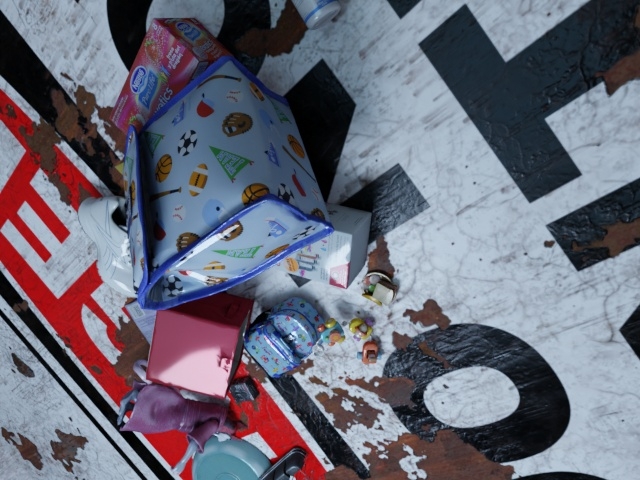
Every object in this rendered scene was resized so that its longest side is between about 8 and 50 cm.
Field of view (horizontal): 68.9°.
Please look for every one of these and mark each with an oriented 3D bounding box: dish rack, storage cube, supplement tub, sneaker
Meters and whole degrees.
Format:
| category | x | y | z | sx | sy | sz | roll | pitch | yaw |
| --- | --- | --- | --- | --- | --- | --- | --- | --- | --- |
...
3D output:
| category | x | y | z | sx | sy | sz | roll | pitch | yaw |
| --- | --- | --- | --- | --- | --- | --- | --- | --- | --- |
| dish rack | -0.042 | 0.766 | 1.367 | 0.271 | 0.074 | 0.208 | 43 | 107 | -5 |
| storage cube | -0.286 | 0.239 | 1.131 | 0.193 | 0.184 | 0.215 | 15 | 103 | -1 |
| supplement tub | -0.019 | -0.433 | 0.812 | 0.071 | 0.071 | 0.107 | -27 | 101 | 32 |
| sneaker | -0.532 | 0.018 | 1.247 | 0.129 | 0.111 | 0.297 | -12 | 109 | 23 |

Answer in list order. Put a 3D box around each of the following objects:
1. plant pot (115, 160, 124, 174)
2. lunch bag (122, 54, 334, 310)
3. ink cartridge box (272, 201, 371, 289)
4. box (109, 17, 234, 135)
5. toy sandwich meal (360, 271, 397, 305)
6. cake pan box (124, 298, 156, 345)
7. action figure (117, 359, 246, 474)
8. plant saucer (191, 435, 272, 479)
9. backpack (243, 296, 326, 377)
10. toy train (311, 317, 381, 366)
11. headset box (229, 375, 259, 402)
| category | x | y | z | sx | sy | sz | roll | pitch | yaw |
| --- | --- | --- | --- | --- | --- | --- | --- | --- | --- |
| plant pot | -0.419 | -0.172 | 1.119 | 0.081 | 0.081 | 0.083 | -17 | 117 | 30 |
| lunch bag | -0.222 | -0.085 | 0.870 | 0.385 | 0.239 | 0.328 | -29 | 61 | 23 |
| ink cartridge box | 0.000 | 0.000 | 0.975 | 0.176 | 0.127 | 0.128 | 14 | 119 | 20 |
| box | -0.311 | -0.315 | 0.968 | 0.122 | 0.128 | 0.257 | 44 | 124 | 0 |
| toy sandwich meal | 0.126 | 0.109 | 1.027 | 0.085 | 0.029 | 0.086 | 10 | 117 | 20 |
| cake pan box | -0.398 | 0.240 | 1.311 | 0.266 | 0.070 | 0.246 | -24 | 100 | 31 |
| action figure | -0.395 | 0.505 | 1.380 | 0.369 | 0.248 | 0.276 | 16 | 89 | -15 |
| plant saucer | -0.281 | 0.774 | 1.483 | 0.317 | 0.043 | 0.318 | 4 | 103 | 19 |
| backpack | -0.076 | 0.229 | 1.127 | 0.173 | 0.117 | 0.158 | -33 | 97 | 31 |
| toy train | 0.068 | 0.240 | 1.072 | 0.166 | 0.046 | 0.125 | 7 | 105 | -10 |
| headset box | -0.220 | 0.427 | 1.337 | 0.083 | 0.032 | 0.062 | -18 | 105 | 32 |
